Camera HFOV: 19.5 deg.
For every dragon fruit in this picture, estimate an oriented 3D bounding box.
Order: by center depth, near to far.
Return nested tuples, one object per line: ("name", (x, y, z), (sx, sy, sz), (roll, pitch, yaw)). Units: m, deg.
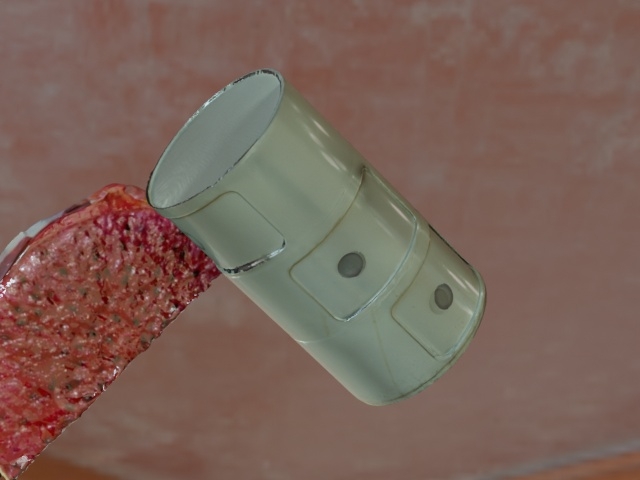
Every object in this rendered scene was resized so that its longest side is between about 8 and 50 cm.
("dragon fruit", (-0.198, 0.050, 1.394), (0.126, 0.274, 0.161), (46, 171, -12))

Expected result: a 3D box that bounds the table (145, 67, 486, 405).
("table", (0.000, 0.000, 1.281), (0.126, 0.126, 0.220), (-22, 124, 41))
